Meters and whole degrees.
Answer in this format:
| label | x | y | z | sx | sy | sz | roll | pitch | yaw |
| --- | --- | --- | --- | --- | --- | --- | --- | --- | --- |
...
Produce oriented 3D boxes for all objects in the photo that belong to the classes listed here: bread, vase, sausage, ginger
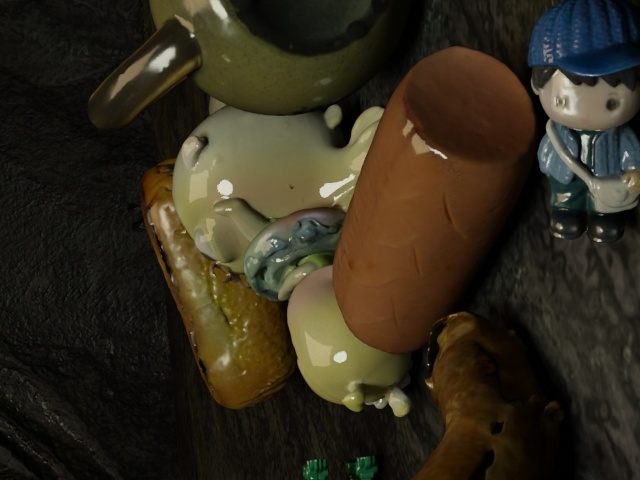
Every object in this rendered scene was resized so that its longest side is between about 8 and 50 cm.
| label | x | y | z | sx | sy | sz | roll | pitch | yaw |
| --- | --- | --- | --- | --- | --- | --- | --- | --- | --- |
| bread | -0.130 | 0.041 | 1.499 | 0.328 | 0.147 | 0.337 | -146 | 37 | -82 |
| vase | -0.088 | -0.212 | 1.052 | 0.241 | 0.329 | 0.302 | 55 | 168 | -12 |
| sausage | 0.082 | -0.015 | 0.882 | 0.304 | 0.121 | 0.121 | 106 | 154 | -55 |
| ginger | 0.092 | 0.187 | 0.780 | 0.133 | 0.107 | 0.309 | -7 | 46 | 40 |

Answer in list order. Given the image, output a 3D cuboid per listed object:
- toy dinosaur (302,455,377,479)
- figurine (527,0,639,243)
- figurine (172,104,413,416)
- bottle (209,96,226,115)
| label | x | y | z | sx | sy | sz | roll | pitch | yaw |
| --- | --- | --- | --- | --- | --- | --- | --- | --- | --- |
| toy dinosaur | 0.020 | 0.317 | 1.252 | 0.259 | 0.094 | 0.153 | 145 | 123 | -81 |
| figurine | 0.170 | -0.075 | 0.667 | 0.087 | 0.086 | 0.149 | -52 | -39 | -50 |
| figurine | 0.000 | 0.000 | 1.122 | 0.274 | 0.226 | 0.394 | -47 | 50 | 30 |
| bottle | -0.089 | -0.189 | 1.425 | 0.233 | 0.109 | 0.110 | 103 | 156 | -45 |
